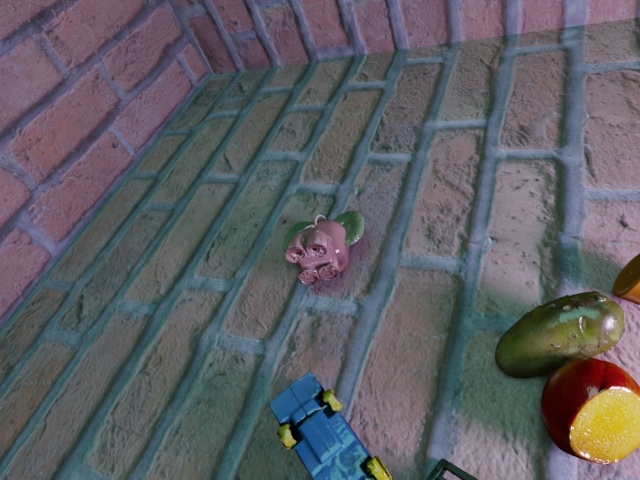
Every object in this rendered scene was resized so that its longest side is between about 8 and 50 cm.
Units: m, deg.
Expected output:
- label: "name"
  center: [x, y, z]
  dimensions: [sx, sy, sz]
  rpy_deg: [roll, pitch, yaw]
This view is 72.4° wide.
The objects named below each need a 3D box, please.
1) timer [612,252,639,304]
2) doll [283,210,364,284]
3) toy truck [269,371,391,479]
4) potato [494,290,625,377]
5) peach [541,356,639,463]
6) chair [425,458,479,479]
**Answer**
- label: "timer"
  center: [0.803, 0.116, 1.026]
  dimensions: [0.152, 0.132, 0.132]
  rpy_deg: [34, 67, 14]
- label: "doll"
  center: [0.000, 0.000, 1.397]
  dimensions: [0.284, 0.216, 0.268]
  rpy_deg: [-12, 41, 17]
- label: "toy truck"
  center: [0.039, 0.487, 0.984]
  dimensions: [0.161, 0.162, 0.385]
  rpy_deg: [-37, 48, -10]
- label: "potato"
  center: [0.539, 0.219, 1.009]
  dimensions: [0.298, 0.176, 0.141]
  rpy_deg: [-32, 34, 28]
- label: "peach"
  center: [0.545, 0.340, 0.874]
  dimensions: [0.190, 0.190, 0.192]
  rpy_deg: [2, 33, 25]
- label: "chair"
  center: [0.314, 0.560, 0.839]
  dimensions: [0.136, 0.147, 0.270]
  rpy_deg: [-44, 4, -19]
